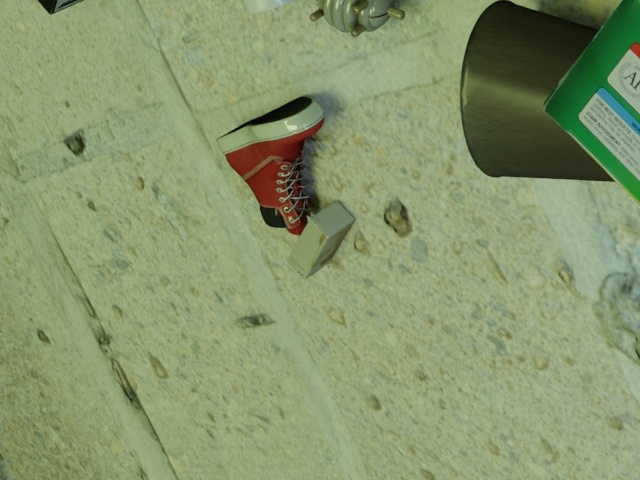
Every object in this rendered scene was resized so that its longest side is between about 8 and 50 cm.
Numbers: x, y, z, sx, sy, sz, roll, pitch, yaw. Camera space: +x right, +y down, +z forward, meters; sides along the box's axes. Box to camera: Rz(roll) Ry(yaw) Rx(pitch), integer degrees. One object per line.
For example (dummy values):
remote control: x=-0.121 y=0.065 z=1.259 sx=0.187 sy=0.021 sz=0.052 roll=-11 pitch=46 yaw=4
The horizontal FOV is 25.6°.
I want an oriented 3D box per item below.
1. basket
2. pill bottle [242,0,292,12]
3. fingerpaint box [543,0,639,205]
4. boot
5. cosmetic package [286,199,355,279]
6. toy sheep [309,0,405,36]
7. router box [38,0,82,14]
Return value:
basket: x=0.283 y=-0.140 z=1.479 sx=0.227 sy=0.154 sz=0.204 roll=17 pitch=130 yaw=38
pill bottle: x=-0.084 y=-0.382 z=1.754 sx=0.108 sy=0.108 sz=0.180 roll=4 pitch=120 yaw=48
fingerpaint box: x=0.470 y=-0.072 z=1.115 sx=0.445 sy=0.371 sz=0.163 roll=48 pitch=146 yaw=13
boot: x=-0.036 y=-0.096 z=1.944 sx=0.176 sy=0.088 sz=0.244 roll=61 pitch=153 yaw=-7
cosmetic package: x=0.000 y=0.000 z=1.995 sx=0.041 sy=0.060 sz=0.115 roll=46 pitch=145 yaw=12
toy sheep: x=0.042 y=-0.288 z=1.696 sx=0.132 sy=0.091 sz=0.091 roll=28 pitch=137 yaw=21
router box: x=-0.440 y=-0.528 z=2.081 sx=0.309 sy=0.081 sz=0.243 roll=49 pitch=144 yaw=11
